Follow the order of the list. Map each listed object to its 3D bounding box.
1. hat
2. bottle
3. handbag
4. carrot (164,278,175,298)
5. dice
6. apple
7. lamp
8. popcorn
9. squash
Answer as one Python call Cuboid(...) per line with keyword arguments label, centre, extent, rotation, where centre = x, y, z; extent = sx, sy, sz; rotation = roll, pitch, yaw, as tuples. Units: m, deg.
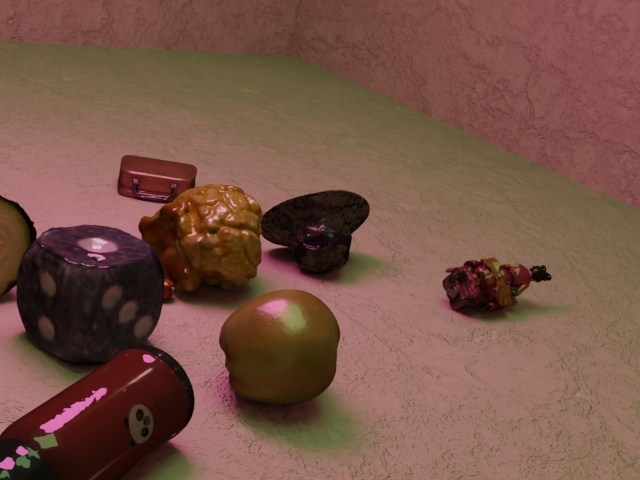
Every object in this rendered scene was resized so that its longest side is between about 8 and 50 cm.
Cuboid(label="hat", centre=(0.000, 0.000, 1.812), extent=(0.265, 0.265, 0.128), rotation=(0, 58, -26))
Cuboid(label="bottle", centre=(-0.308, 0.255, 1.042), extent=(0.144, 0.144, 0.336), rotation=(20, 24, 20))
Cuboid(label="handbag", centre=(-0.408, -0.152, 2.071), extent=(0.193, 0.072, 0.151), rotation=(9, 22, -12))
Cuboid(label="carrot", centre=(-0.395, 0.070, 1.584), extent=(0.248, 0.043, 0.043), rotation=(13, 22, 6))
Cuboid(label="dice", centre=(-0.380, 0.085, 1.370), extent=(0.181, 0.183, 0.182), rotation=(24, 24, 31))
Cuboid(label="apple", centre=(-0.062, 0.172, 1.320), extent=(0.200, 0.200, 0.200), rotation=(10, 22, -4))
Cuboid(label="lamp", centre=(0.390, 0.094, 1.825), extent=(0.253, 0.118, 0.118), rotation=(-7, 29, -36))
Cuboid(label="popcorn", centre=(-0.239, -0.005, 1.647), extent=(0.251, 0.206, 0.237), rotation=(-2, 37, -5))
Cuboid(label="squash", centre=(-0.612, -0.003, 1.418), extent=(0.220, 0.220, 0.133), rotation=(-11, 35, -43))
